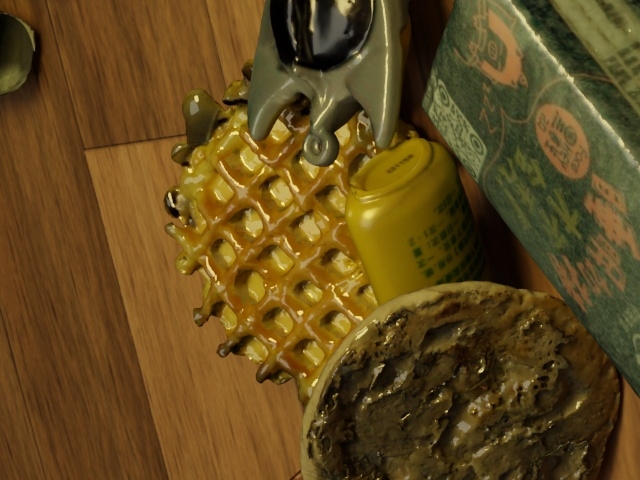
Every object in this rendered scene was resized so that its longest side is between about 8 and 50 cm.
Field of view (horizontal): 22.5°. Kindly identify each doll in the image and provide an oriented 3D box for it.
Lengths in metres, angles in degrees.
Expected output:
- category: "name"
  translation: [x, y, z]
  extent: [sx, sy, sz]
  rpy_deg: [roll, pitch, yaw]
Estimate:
- category: "doll"
  translation: [0.011, -0.216, 1.268]
  extent: [0.145, 0.103, 0.316]
  rpy_deg: [5, 93, 19]

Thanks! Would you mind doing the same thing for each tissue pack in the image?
- category: "tissue pack"
  translation: [0.201, -0.045, 1.121]
  extent: [0.316, 0.103, 0.228]
  rpy_deg: [54, 162, 16]

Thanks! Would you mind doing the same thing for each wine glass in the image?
- category: "wine glass"
  translation: [-0.399, -0.207, 1.725]
  extent: [0.204, 0.111, 0.111]
  rpy_deg: [14, 116, 46]

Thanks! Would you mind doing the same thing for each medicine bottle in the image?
- category: "medicine bottle"
  translation: [0.102, 0.068, 1.277]
  extent: [0.076, 0.111, 0.309]
  rpy_deg: [12, 133, 46]

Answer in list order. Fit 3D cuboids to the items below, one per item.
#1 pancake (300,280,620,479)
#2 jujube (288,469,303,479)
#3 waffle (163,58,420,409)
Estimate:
- category: "pancake"
  translation: [0.106, 0.150, 1.248]
  extent: [0.049, 0.282, 0.282]
  rpy_deg: [-115, 27, -59]
- category: "jujube"
  translation: [0.062, 0.303, 1.403]
  extent: [0.255, 0.190, 0.190]
  rpy_deg: [53, 137, 1]
- category: "waffle"
  translation: [-0.002, -0.011, 1.386]
  extent: [0.329, 0.062, 0.329]
  rpy_deg: [9, 109, 28]
